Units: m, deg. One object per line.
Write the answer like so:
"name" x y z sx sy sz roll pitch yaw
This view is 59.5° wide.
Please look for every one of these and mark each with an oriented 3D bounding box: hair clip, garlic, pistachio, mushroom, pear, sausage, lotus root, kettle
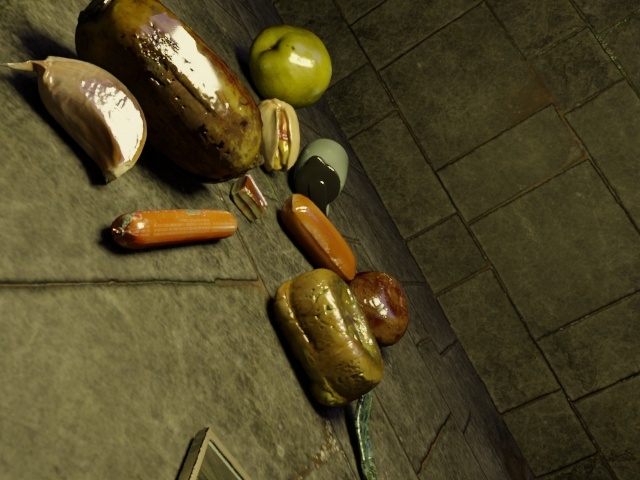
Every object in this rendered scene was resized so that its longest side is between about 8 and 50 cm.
"hair clip" 0.091 0.356 1.078 0.066 0.036 0.229 44 41 -47
"garlic" -0.323 -0.183 0.763 0.198 0.091 0.128 55 27 -30
"pistachio" -0.116 -0.278 1.488 0.145 0.117 0.200 -17 -98 64
"mushroom" 0.153 0.169 1.500 0.194 0.138 0.231 44 21 -44
"pear" -0.100 -0.574 1.870 0.294 0.294 0.294 53 16 -23
"sausage" -0.210 -0.022 0.866 0.053 0.053 0.348 61 15 5
"lotus root" -0.228 -0.232 0.925 0.397 0.196 0.179 47 55 -41
"kettle" 0.003 -0.174 1.686 0.236 0.161 0.221 -81 168 -67
"sausage" 0.000 0.000 1.412 0.274 0.105 0.105 51 17 -27

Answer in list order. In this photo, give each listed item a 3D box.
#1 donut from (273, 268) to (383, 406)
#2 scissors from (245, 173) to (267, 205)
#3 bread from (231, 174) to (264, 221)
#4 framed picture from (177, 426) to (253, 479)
"donut" 0.021 0.181 1.079 0.261 0.128 0.208 63 15 9
"scissors" -0.160 -0.129 1.308 0.113 0.012 0.039 59 15 0
"bread" -0.161 -0.096 1.184 0.108 0.043 0.062 66 15 19
"framed picture" -0.103 0.345 0.580 0.189 0.023 0.260 57 14 -17
